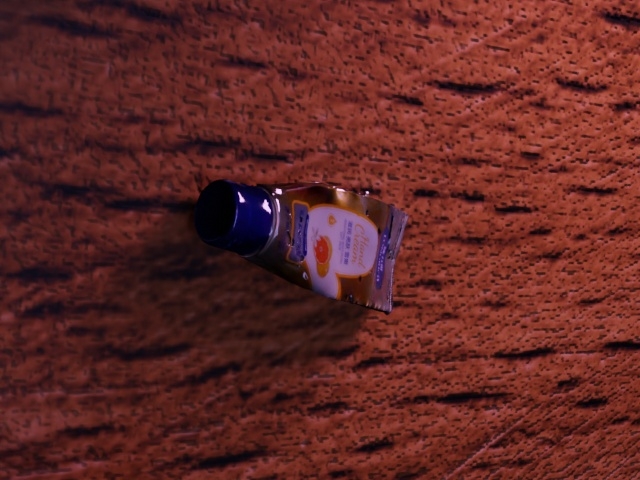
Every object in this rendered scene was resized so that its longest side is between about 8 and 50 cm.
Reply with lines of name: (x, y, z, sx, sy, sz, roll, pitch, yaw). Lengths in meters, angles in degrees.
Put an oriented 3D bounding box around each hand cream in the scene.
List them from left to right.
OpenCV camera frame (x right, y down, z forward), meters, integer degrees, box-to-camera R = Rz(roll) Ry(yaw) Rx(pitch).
hand cream: (0.000, 0.000, 0.781, 0.163, 0.039, 0.062, 15, 79, -49)
